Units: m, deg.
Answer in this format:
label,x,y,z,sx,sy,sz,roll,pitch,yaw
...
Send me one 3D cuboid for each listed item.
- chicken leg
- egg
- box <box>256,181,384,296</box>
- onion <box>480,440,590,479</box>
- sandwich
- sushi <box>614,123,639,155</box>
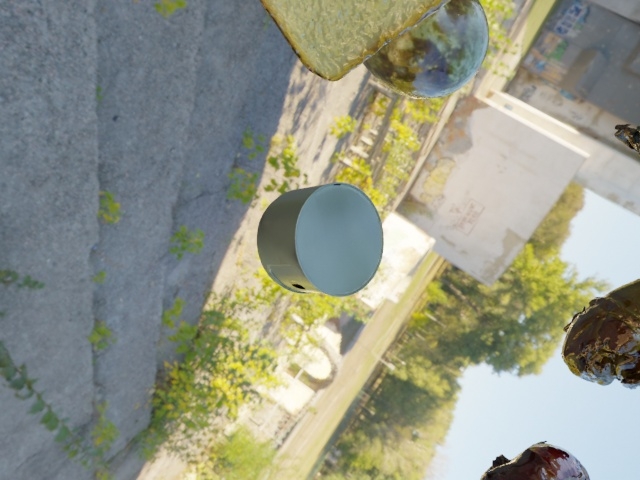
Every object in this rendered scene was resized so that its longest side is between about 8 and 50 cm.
label,x,y,z,sx,sy,sz,roll,pitch,yaw
chicken leg,0.589,0.136,0.971,0.361,0.140,0.211,-47,-154,29
egg,0.197,-0.416,1.118,0.238,0.290,0.238,15,90,-83
box,0.000,0.000,1.126,0.149,0.226,0.226,-3,-140,54
onion,0.319,0.440,0.840,0.272,0.195,0.272,-29,147,-21
sandwich,0.004,-0.248,0.417,0.186,0.214,0.065,-24,-157,52
sushi,0.622,-0.152,0.884,0.149,0.140,0.287,-50,-160,-7
